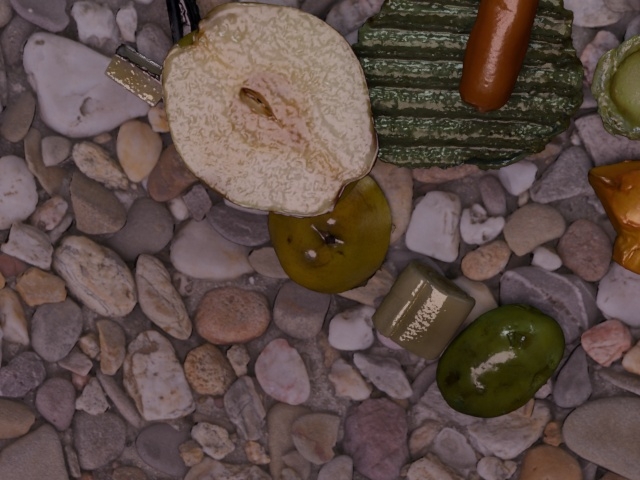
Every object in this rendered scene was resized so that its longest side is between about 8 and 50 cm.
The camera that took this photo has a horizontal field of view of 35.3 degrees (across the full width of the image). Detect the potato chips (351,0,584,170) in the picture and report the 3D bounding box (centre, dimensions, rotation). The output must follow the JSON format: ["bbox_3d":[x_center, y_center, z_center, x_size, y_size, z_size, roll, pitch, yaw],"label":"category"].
[{"bbox_3d":[0.241,-0.294,1.749,0.429,0.070,0.358,3,112,10],"label":"potato chips"}]

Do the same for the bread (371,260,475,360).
[{"bbox_3d":[0.192,0.128,1.871,0.148,0.134,0.141,30,108,-9],"label":"bread"}]

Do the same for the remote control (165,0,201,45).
[{"bbox_3d":[-0.249,-0.414,1.790,0.066,0.090,0.265,-15,105,-2],"label":"remote control"}]

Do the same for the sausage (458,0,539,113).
[{"bbox_3d":[0.290,-0.322,1.645,0.098,0.098,0.238,16,115,5],"label":"sausage"}]

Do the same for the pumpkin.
[{"bbox_3d":[0.626,-0.037,1.749,0.258,0.095,0.290,-19,108,12],"label":"pumpkin"}]

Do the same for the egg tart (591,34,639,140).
[{"bbox_3d":[0.553,-0.262,1.694,0.197,0.078,0.197,3,111,8],"label":"egg tart"}]

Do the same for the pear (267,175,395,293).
[{"bbox_3d":[-0.001,-0.003,1.843,0.267,0.178,0.267,5,109,14],"label":"pear"}]

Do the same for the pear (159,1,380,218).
[{"bbox_3d":[-0.081,-0.226,1.745,0.340,0.191,0.386,-42,97,6],"label":"pear"}]

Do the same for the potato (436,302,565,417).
[{"bbox_3d":[0.335,0.223,1.873,0.253,0.148,0.186,-27,118,10],"label":"potato"}]

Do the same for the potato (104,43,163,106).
[{"bbox_3d":[-0.332,-0.304,1.849,0.122,0.086,0.061,32,110,-8],"label":"potato"}]
